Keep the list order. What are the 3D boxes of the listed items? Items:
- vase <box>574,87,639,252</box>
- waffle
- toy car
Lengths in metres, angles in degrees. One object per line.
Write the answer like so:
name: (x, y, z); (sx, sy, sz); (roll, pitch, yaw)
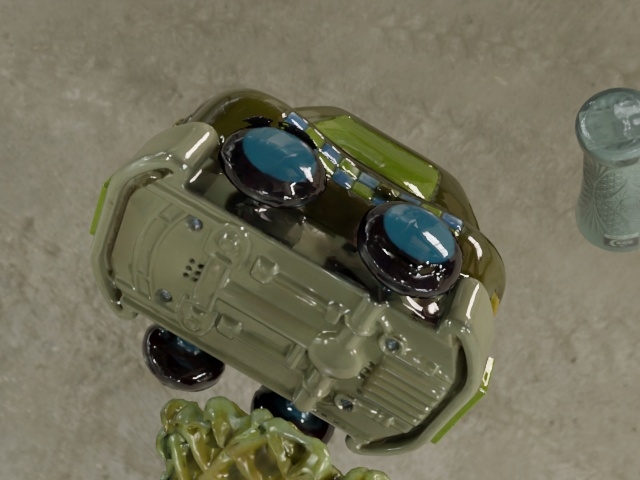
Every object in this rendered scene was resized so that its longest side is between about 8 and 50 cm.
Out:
vase: (0.302, -0.069, 0.814); (0.096, 0.219, 0.096); (-8, 67, 18)
waffle: (-0.023, 0.168, 0.429); (0.169, 0.183, 0.036); (15, 27, 33)
toy car: (0.000, 0.000, 0.529); (0.248, 0.204, 0.198); (30, 42, 0)
